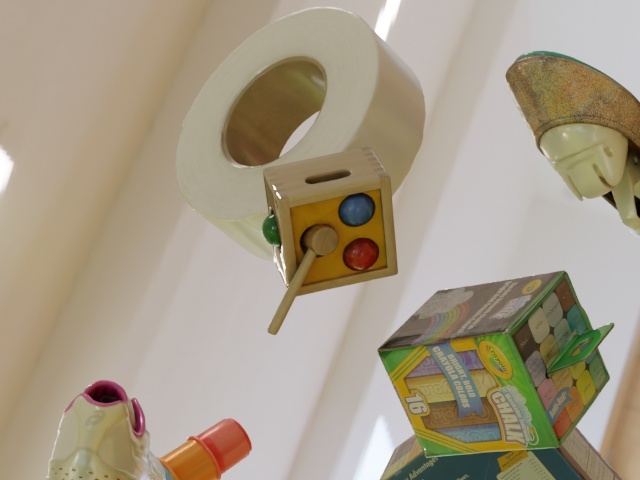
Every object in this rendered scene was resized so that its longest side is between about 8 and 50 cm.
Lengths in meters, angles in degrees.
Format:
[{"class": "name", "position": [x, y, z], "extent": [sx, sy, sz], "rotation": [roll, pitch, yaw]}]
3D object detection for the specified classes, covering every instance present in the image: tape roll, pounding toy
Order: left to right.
[{"class": "tape roll", "position": [-0.026, -0.120, 1.657], "extent": [0.100, 0.286, 0.286], "rotation": [39, -115, -41]}, {"class": "pounding toy", "position": [0.000, 0.000, 1.427], "extent": [0.100, 0.141, 0.130], "rotation": [-118, 19, -58]}]

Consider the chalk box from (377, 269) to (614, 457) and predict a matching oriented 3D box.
[{"class": "chalk box", "position": [0.192, 0.121, 1.454], "extent": [0.132, 0.213, 0.132], "rotation": [-39, -69, -44]}]

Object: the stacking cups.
[{"class": "stacking cups", "position": [-0.233, 0.347, 1.998], "extent": [0.316, 0.096, 0.096], "rotation": [-30, -41, -32]}]

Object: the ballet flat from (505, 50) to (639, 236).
[{"class": "ballet flat", "position": [0.300, -0.075, 1.480], "extent": [0.316, 0.107, 0.106], "rotation": [30, -125, -33]}]

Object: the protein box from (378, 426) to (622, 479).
[{"class": "protein box", "position": [0.212, 0.285, 1.727], "extent": [0.200, 0.201, 0.136], "rotation": [-40, 1, 17]}]

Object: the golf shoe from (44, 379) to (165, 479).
[{"class": "golf shoe", "position": [-0.201, 0.205, 1.447], "extent": [0.306, 0.115, 0.140], "rotation": [155, 124, -87]}]
